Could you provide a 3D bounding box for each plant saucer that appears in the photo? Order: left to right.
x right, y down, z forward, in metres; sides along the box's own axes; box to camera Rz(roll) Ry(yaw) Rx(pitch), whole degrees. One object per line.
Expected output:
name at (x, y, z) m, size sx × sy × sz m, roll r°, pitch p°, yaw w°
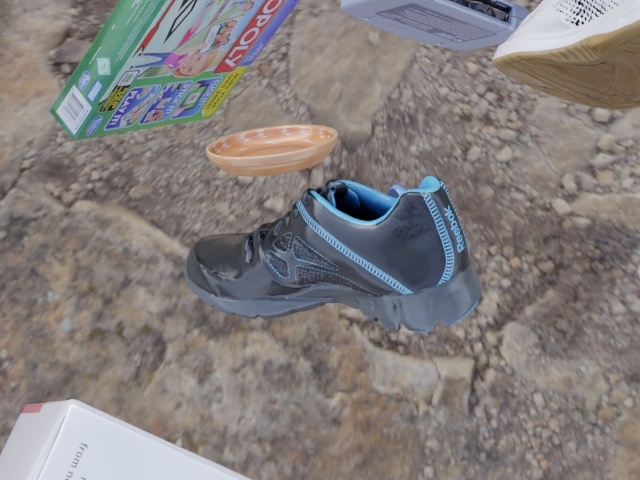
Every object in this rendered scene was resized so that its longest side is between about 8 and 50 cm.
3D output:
plant saucer at (-0.071, -0.134, 1.680) m, size 0.199 × 0.200 × 0.037 m, roll -5°, pitch 108°, yaw 3°

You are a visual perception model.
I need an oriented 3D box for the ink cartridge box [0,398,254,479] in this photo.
ink cartridge box at (-0.057, 0.203, 0.649) m, size 0.283 × 0.207 × 0.117 m, roll 28°, pitch 72°, yaw -15°

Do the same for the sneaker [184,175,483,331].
sneaker at (0.000, 0.000, 1.119) m, size 0.340 × 0.125 × 0.140 m, roll 0°, pitch 115°, yaw 34°

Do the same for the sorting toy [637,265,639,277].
sorting toy at (0.323, 0.122, 0.640) m, size 0.089 × 0.255 × 0.257 m, roll -43°, pitch 107°, yaw -26°

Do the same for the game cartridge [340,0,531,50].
game cartridge at (0.189, -0.383, 1.869) m, size 0.294 × 0.196 × 0.060 m, roll 10°, pitch 79°, yaw -38°

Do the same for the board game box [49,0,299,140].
board game box at (-0.099, -0.229, 1.060) m, size 0.046 × 0.213 × 0.317 m, roll 51°, pitch 123°, yaw 14°

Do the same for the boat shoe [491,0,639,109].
boat shoe at (0.202, -0.150, 0.732) m, size 0.098 × 0.277 × 0.096 m, roll 19°, pitch 86°, yaw -16°

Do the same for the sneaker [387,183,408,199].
sneaker at (0.113, -0.020, 1.742) m, size 0.059 × 0.053 × 0.144 m, roll 7°, pitch 76°, yaw -27°
